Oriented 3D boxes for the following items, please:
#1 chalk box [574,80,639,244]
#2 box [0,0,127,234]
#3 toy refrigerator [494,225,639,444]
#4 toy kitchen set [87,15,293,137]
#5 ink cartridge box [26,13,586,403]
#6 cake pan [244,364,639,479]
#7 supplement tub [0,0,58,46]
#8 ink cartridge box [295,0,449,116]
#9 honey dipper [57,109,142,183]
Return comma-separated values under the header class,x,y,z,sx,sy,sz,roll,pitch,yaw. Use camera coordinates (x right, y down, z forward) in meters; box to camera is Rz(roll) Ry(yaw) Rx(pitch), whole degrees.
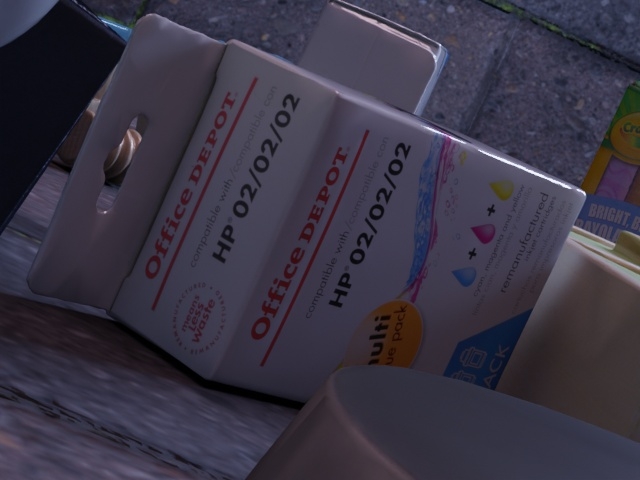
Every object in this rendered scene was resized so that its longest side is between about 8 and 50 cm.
class,x,y,z,sx,sy,sz,roll,pitch,yaw
chalk box,0.226,-0.002,1.087,0.132,0.213,0.132,19,8,-45
box,-0.167,-0.090,0.724,0.156,0.093,0.158,35,3,-20
toy refrigerator,0.119,0.050,0.774,0.102,0.094,0.269,23,6,-14
toy kitchen set,-0.126,-0.123,1.045,0.166,0.122,0.207,16,1,31
ink cartridge box,0.000,0.000,0.678,0.181,0.104,0.061,17,9,-46
cake pan,0.105,0.105,0.426,0.293,0.054,0.293,24,5,-2
supplement tub,-0.134,-0.187,0.522,0.228,0.316,0.228,20,-21,8
ink cartridge box,0.019,-0.077,1.270,0.082,0.139,0.191,26,6,4
honey dipper,-0.074,-0.030,1.048,0.030,0.030,0.161,30,4,43
